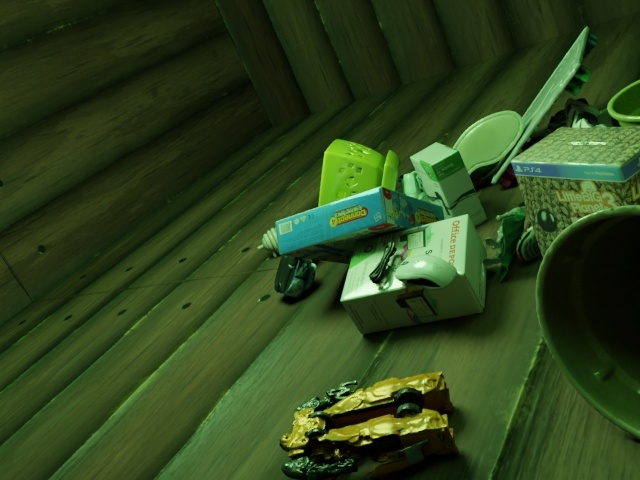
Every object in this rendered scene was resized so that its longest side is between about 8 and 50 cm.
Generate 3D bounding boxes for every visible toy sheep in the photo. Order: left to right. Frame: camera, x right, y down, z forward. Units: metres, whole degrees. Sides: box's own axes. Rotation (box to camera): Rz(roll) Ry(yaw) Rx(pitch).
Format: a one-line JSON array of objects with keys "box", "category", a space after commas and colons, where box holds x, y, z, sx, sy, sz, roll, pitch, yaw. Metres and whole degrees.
[{"box": [-0.139, 0.001, 2.082, 0.132, 0.091, 0.091, -27, 20, -6], "category": "toy sheep"}]

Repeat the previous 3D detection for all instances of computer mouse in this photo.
[{"box": [0.184, 0.051, 1.306, 0.192, 0.042, 0.106, 7, 48, 45], "category": "computer mouse"}]

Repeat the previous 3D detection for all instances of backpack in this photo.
[{"box": [-0.067, 0.096, 1.748, 0.105, 0.084, 0.115, 13, 83, 62], "category": "backpack"}]

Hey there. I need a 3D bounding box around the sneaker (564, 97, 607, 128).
[{"box": [0.667, -0.269, 1.717, 0.094, 0.153, 0.235, 15, 34, -11], "category": "sneaker"}]

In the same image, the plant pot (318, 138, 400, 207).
[{"box": [0.116, -0.156, 1.891, 0.207, 0.227, 0.228, 8, 20, 6], "category": "plant pot"}]

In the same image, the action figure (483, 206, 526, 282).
[{"box": [0.417, -0.016, 1.453, 0.063, 0.137, 0.232, 13, 27, 26], "category": "action figure"}]

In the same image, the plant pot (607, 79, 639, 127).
[{"box": [0.742, -0.189, 1.283, 0.275, 0.254, 0.276, -23, 20, 9], "category": "plant pot"}]

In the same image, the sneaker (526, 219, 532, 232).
[{"box": [0.506, -0.032, 1.484, 0.057, 0.047, 0.119, 7, 37, 37], "category": "sneaker"}]

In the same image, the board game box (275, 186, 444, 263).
[{"box": [0.104, -0.026, 1.601, 0.308, 0.086, 0.301, -17, -16, 35], "category": "board game box"}]

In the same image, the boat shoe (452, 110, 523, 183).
[{"box": [0.444, -0.240, 1.873, 0.340, 0.127, 0.113, -50, -13, 26], "category": "boat shoe"}]

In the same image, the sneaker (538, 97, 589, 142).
[{"box": [0.666, -0.295, 1.827, 0.302, 0.121, 0.108, -37, 23, -30], "category": "sneaker"}]

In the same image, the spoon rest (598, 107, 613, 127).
[{"box": [0.780, -0.245, 1.664, 0.137, 0.084, 0.276, -23, 33, 10], "category": "spoon rest"}]

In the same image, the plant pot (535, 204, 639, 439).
[{"box": [0.524, 0.065, 0.880, 0.305, 0.334, 0.333, -24, 16, -32], "category": "plant pot"}]

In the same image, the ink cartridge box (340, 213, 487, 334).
[{"box": [0.205, 0.073, 1.411, 0.278, 0.117, 0.201, -15, 34, 26], "category": "ink cartridge box"}]

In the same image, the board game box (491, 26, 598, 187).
[{"box": [0.633, -0.371, 1.828, 0.390, 0.050, 0.390, -61, -5, 38], "category": "board game box"}]

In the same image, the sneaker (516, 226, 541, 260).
[{"box": [0.498, -0.006, 1.390, 0.170, 0.063, 0.075, -27, 20, -7], "category": "sneaker"}]

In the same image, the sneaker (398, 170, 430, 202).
[{"box": [0.241, -0.097, 1.790, 0.094, 0.151, 0.256, -11, 25, 30], "category": "sneaker"}]

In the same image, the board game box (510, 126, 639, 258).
[{"box": [0.501, -0.039, 1.137, 0.141, 0.291, 0.232, -33, 21, -20], "category": "board game box"}]

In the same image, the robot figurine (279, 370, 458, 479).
[{"box": [0.072, 0.312, 1.068, 0.290, 0.085, 0.211, -19, 21, 16], "category": "robot figurine"}]

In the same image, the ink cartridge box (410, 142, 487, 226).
[{"box": [0.333, -0.137, 1.701, 0.086, 0.209, 0.153, -30, 20, -4], "category": "ink cartridge box"}]
